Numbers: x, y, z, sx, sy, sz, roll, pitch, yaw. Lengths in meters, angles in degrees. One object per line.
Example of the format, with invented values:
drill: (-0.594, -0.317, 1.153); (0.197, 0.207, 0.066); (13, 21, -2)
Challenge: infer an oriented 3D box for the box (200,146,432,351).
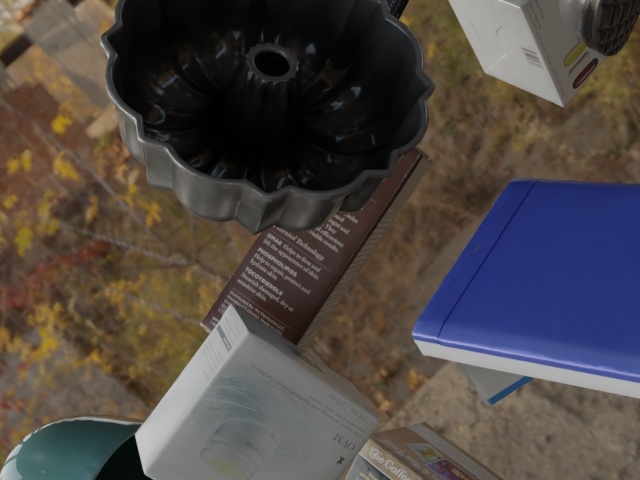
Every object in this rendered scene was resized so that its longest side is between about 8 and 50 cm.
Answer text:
box: (0.000, 0.000, 1.542); (0.381, 0.143, 0.191); (-55, -8, 6)

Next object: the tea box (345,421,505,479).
tea box: (0.199, 0.569, 1.978); (0.220, 0.329, 0.324); (1, -63, -53)

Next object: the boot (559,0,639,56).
boot: (0.186, -0.275, 0.914); (0.338, 0.222, 0.118); (-50, -22, -55)

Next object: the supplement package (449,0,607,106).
supplement package: (0.362, -0.396, 1.856); (0.145, 0.262, 0.204); (-49, 48, -8)

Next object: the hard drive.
hard drive: (0.257, 0.034, 0.889); (0.318, 0.040, 0.210); (7, 49, 43)

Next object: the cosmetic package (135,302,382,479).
cosmetic package: (-0.084, 0.246, 1.389); (0.225, 0.224, 0.138); (-54, 19, 2)

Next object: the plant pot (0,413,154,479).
plant pot: (-0.363, 0.407, 1.662); (0.235, 0.293, 0.293); (8, 45, 32)

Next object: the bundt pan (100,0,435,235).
bundt pan: (-0.060, -0.139, 1.077); (0.331, 0.330, 0.124); (-53, -9, -36)

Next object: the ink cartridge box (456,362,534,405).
ink cartridge box: (0.347, 0.072, 1.694); (0.285, 0.166, 0.395); (-36, 0, 14)

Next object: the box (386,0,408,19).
box: (0.014, -0.427, 1.500); (0.296, 0.182, 0.294); (-63, -27, -1)
